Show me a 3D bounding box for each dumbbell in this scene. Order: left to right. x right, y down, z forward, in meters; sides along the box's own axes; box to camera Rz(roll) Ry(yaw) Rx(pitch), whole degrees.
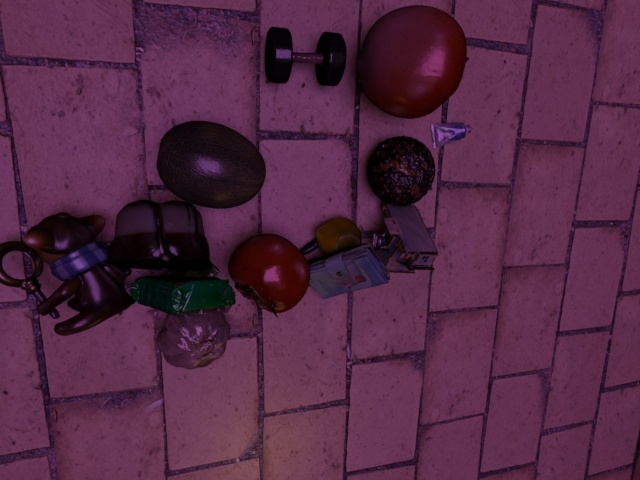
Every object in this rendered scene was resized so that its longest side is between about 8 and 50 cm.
[{"bbox_3d":[-0.047,-0.539,1.252,0.218,0.152,0.152,-3,103,-17],"label":"dumbbell"}]

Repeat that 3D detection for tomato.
[{"bbox_3d":[-0.157,0.101,1.315,0.224,0.256,0.256,-46,112,-20],"label":"tomato"},{"bbox_3d":[0.266,-0.534,1.273,0.321,0.321,0.321,-4,103,-17],"label":"tomato"}]

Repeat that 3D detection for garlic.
[{"bbox_3d":[-0.388,0.305,1.326,0.228,0.152,0.228,-11,119,-20],"label":"garlic"}]

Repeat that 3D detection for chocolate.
[{"bbox_3d":[-0.441,-0.021,1.178,0.283,0.283,0.186,4,94,-18],"label":"chocolate"}]

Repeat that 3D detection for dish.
[{"bbox_3d":[0.082,0.006,1.432,0.207,0.080,0.149,15,106,-33],"label":"dish"}]

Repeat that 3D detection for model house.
[{"bbox_3d":[0.264,0.026,1.466,0.178,0.271,0.206,0,138,-19],"label":"model house"}]

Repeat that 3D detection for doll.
[{"bbox_3d":[-0.687,0.091,1.186,0.318,0.209,0.340,-38,116,-41],"label":"doll"}]

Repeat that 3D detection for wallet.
[{"bbox_3d":[0.081,0.108,1.403,0.250,0.075,0.176,-19,130,24],"label":"wallet"}]

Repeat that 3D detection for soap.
[{"bbox_3d":[-0.392,0.151,1.187,0.218,0.273,0.098,-1,90,-42],"label":"soap"}]

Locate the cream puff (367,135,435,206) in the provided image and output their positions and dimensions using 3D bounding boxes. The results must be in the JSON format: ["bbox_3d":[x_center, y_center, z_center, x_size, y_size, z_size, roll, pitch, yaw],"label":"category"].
[{"bbox_3d":[0.275,-0.230,1.408,0.239,0.165,0.239,0,90,-17],"label":"cream puff"}]

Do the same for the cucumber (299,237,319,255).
[{"bbox_3d":[0.000,0.000,1.452,0.184,0.033,0.036,-38,133,-9],"label":"cucumber"}]

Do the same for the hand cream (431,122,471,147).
[{"bbox_3d":[0.467,-0.384,1.509,0.142,0.053,0.084,-13,107,-4],"label":"hand cream"}]

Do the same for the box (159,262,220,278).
[{"bbox_3d":[-0.433,0.125,1.345,0.193,0.030,0.121,-44,111,-5],"label":"box"}]

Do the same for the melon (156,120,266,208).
[{"bbox_3d":[-0.302,-0.210,1.200,0.301,0.237,0.237,13,98,-25],"label":"melon"}]
